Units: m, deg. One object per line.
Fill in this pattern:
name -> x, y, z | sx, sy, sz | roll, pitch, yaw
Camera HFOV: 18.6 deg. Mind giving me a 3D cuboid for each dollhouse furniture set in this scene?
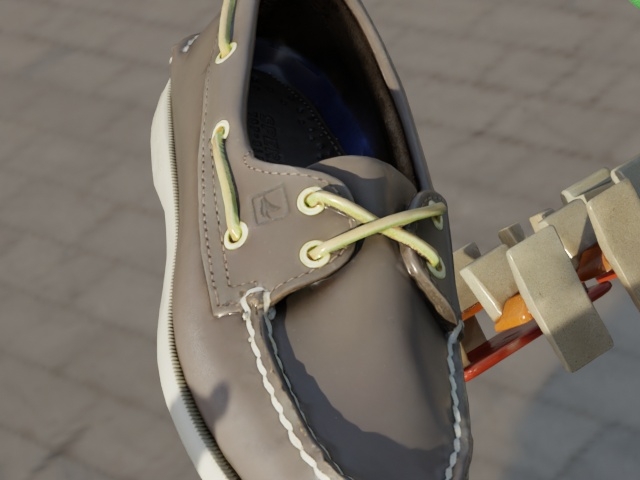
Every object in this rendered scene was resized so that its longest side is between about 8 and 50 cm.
dollhouse furniture set -> 0.174, 0.047, 1.412 | 0.259, 0.135, 0.262 | -30, 2, -30

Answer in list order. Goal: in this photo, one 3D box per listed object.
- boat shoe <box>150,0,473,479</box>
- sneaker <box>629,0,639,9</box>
boat shoe -> 0.000, 0.000, 0.786 | 0.117, 0.096, 0.324 | 13, 36, -21
sneaker -> 0.248, -0.110, 0.754 | 0.296, 0.109, 0.123 | -3, 58, -25
